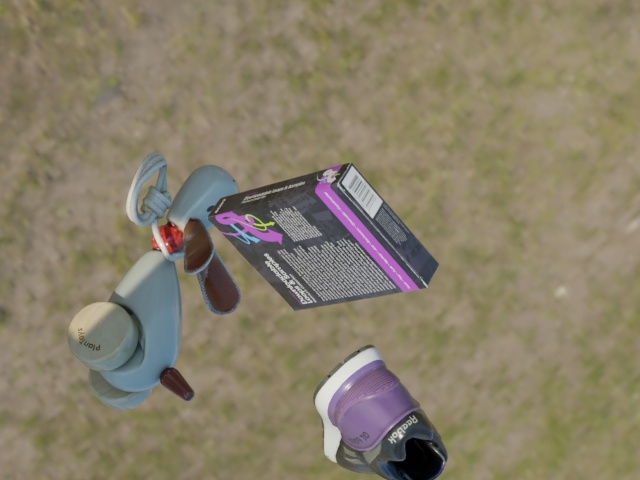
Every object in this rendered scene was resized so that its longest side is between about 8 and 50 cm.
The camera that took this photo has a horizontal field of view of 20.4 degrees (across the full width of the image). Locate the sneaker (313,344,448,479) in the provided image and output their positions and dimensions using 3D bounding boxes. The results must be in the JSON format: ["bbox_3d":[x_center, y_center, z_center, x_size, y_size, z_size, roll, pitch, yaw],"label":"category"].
[{"bbox_3d":[0.072,0.214,1.817,0.107,0.124,0.283,-42,158,-5],"label":"sneaker"}]

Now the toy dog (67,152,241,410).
[{"bbox_3d":[-0.173,0.070,2.197,0.333,0.161,0.220,-66,161,1],"label":"toy dog"}]

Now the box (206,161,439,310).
[{"bbox_3d":[0.000,0.000,1.395,0.162,0.116,0.029,-13,-143,47],"label":"box"}]
